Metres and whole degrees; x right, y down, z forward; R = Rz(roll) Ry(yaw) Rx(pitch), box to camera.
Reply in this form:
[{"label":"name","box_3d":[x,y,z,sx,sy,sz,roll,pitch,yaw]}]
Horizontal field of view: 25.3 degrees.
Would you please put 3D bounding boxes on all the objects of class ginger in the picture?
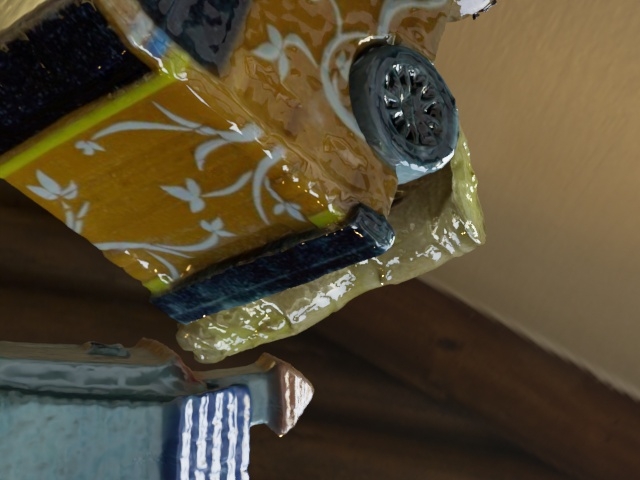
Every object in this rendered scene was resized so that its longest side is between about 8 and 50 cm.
[{"label":"ginger","box_3d":[0.000,0.000,1.057,0.263,0.116,0.109,-25,-83,15]}]

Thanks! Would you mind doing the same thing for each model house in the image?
[{"label":"model house","box_3d":[-0.175,0.209,1.390,0.329,0.295,0.251,-5,-87,-17]}]

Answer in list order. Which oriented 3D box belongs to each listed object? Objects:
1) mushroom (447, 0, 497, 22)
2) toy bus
[{"label":"mushroom","box_3d":[0.123,-0.330,1.156,0.156,0.151,0.285,13,-106,31]},{"label":"toy bus","box_3d":[-0.030,-0.147,0.680,0.194,0.162,0.323,38,-128,-27]}]
